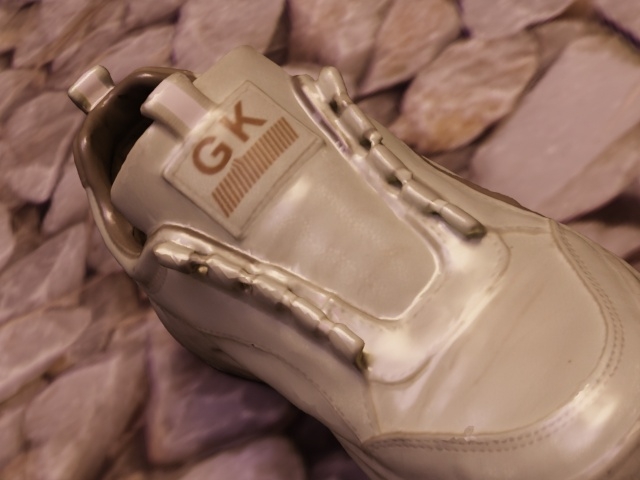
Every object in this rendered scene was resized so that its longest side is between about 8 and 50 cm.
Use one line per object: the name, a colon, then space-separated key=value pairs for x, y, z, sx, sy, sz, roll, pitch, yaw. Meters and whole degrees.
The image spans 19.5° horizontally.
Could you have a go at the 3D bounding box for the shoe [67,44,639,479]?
shoe: x=0.000 y=0.000 z=0.683 sx=0.124 sy=0.159 sz=0.316 roll=-50 pitch=35 yaw=-14
